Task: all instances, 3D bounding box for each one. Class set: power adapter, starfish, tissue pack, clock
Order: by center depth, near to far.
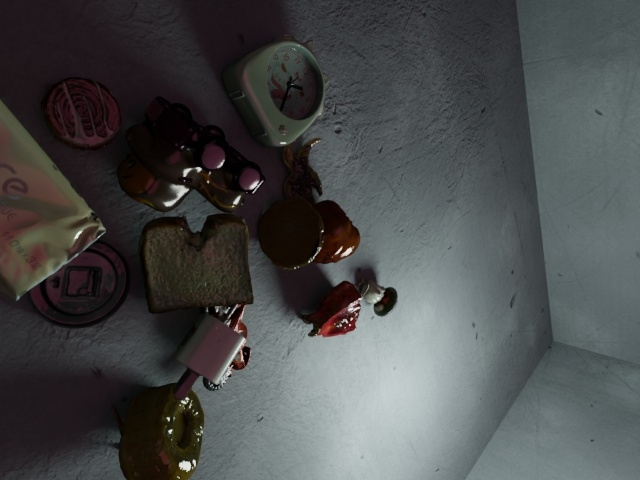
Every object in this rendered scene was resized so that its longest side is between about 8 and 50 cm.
[{"bbox_3d":[-0.613,-0.123,0.718,0.205,0.331,0.405,-47,124,-30],"label":"tissue pack"},{"bbox_3d":[-0.560,0.096,0.990,0.214,0.041,0.215,-8,103,-40],"label":"clock"},{"bbox_3d":[-0.304,0.304,1.076,0.125,0.130,0.205,39,66,-17],"label":"power adapter"},{"bbox_3d":[-0.105,-0.456,1.259,0.324,0.108,0.265,-46,122,-27],"label":"clock"},{"bbox_3d":[-0.057,-0.228,1.372,0.216,0.071,0.238,-60,139,-24],"label":"starfish"}]

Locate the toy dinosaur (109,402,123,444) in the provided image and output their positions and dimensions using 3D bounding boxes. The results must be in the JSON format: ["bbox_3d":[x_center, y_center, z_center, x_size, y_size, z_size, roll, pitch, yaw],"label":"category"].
[{"bbox_3d":[-0.487,0.510,1.078,0.044,0.106,0.188,-20,110,-35],"label":"toy dinosaur"}]

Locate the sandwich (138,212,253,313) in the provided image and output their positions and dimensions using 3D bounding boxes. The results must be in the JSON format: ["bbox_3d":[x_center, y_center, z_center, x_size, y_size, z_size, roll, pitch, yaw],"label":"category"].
[{"bbox_3d":[-0.316,0.055,1.087,0.273,0.095,0.249,-4,108,-16],"label":"sandwich"}]

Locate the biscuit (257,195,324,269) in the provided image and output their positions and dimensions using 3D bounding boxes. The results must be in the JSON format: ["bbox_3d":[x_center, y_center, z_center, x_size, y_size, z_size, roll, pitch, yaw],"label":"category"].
[{"bbox_3d":[-0.090,-0.023,1.293,0.042,0.225,0.226,-5,102,-73],"label":"biscuit"}]

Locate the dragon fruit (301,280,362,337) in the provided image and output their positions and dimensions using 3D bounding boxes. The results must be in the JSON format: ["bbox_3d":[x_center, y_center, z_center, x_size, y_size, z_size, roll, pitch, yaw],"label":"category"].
[{"bbox_3d":[0.031,0.245,1.476,0.211,0.134,0.262,-25,150,-21],"label":"dragon fruit"}]

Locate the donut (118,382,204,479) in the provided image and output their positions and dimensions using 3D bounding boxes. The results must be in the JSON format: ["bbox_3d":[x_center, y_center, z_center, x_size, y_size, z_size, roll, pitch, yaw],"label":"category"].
[{"bbox_3d":[-0.393,0.485,1.065,0.128,0.262,0.209,-24,129,10],"label":"donut"}]

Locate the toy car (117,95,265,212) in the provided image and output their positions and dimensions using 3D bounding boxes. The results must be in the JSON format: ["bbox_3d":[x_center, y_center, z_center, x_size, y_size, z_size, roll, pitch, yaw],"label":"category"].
[{"bbox_3d":[-0.318,-0.173,1.043,0.240,0.271,0.340,-51,138,7],"label":"toy car"}]

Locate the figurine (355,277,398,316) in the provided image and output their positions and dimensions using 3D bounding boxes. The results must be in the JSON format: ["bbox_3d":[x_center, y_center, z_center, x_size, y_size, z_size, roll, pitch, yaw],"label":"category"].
[{"bbox_3d":[0.208,0.212,1.648,0.153,0.132,0.132,33,75,-26],"label":"figurine"}]

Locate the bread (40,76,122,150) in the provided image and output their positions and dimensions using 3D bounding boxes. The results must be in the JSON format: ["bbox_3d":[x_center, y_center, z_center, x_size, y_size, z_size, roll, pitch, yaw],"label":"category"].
[{"bbox_3d":[-0.525,-0.279,0.940,0.160,0.073,0.161,-8,102,-41],"label":"bread"}]

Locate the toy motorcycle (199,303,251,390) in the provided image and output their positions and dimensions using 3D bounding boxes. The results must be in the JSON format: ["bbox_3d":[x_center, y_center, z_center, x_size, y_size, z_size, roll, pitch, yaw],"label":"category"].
[{"bbox_3d":[-0.278,0.282,1.238,0.171,0.089,0.299,-5,100,-42],"label":"toy motorcycle"}]

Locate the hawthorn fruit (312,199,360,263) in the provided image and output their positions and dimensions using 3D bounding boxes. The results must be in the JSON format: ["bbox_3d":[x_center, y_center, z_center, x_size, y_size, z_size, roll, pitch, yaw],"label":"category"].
[{"bbox_3d":[0.000,0.000,1.383,0.243,0.207,0.207,-39,125,2],"label":"hawthorn fruit"}]
